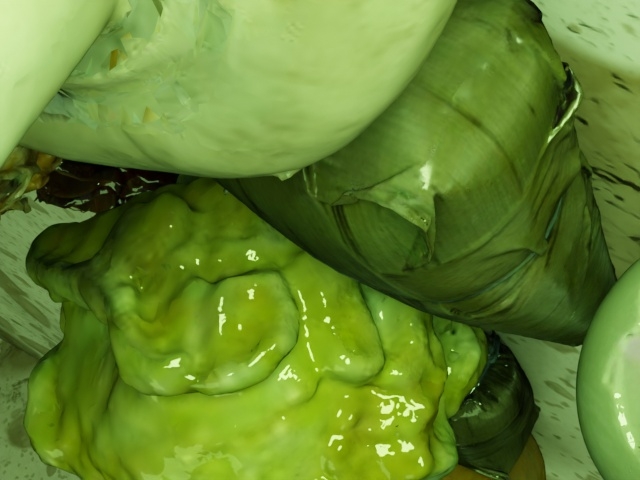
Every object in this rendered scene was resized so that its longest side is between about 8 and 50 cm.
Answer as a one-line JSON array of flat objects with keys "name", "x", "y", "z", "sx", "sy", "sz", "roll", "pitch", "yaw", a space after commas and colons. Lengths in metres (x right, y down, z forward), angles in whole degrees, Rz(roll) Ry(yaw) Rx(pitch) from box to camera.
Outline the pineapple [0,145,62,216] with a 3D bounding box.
[{"name": "pineapple", "x": -0.313, "y": -0.108, "z": 0.707, "sx": 0.352, "sy": 0.352, "sz": 0.300, "roll": 10, "pitch": 129, "yaw": 52}]

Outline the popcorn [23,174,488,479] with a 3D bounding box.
[{"name": "popcorn", "x": -0.055, "y": 0.070, "z": 0.879, "sx": 0.312, "sy": 0.312, "sz": 0.312, "roll": 30, "pitch": 163, "yaw": 11}]

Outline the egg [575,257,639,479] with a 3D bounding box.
[{"name": "egg", "x": 0.235, "y": 0.078, "z": 0.679, "sx": 0.183, "sy": 0.183, "sz": 0.217, "roll": 33, "pitch": 163, "yaw": 2}]

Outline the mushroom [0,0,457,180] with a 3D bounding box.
[{"name": "mushroom", "x": -0.076, "y": -0.131, "z": 0.484, "sx": 0.315, "sy": 0.356, "sz": 0.315, "roll": -5, "pitch": 175, "yaw": -1}]

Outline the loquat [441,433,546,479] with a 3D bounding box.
[{"name": "loquat", "x": 0.134, "y": 0.276, "z": 1.327, "sx": 0.193, "sy": 0.238, "sz": 0.238, "roll": 22, "pitch": 160, "yaw": 14}]

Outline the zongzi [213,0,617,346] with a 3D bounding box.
[{"name": "zongzi", "x": 0.035, "y": -0.059, "z": 0.774, "sx": 0.323, "sy": 0.160, "sz": 0.360, "roll": 36, "pitch": 180, "yaw": 35}]

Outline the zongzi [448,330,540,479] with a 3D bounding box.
[{"name": "zongzi", "x": 0.085, "y": 0.114, "z": 1.172, "sx": 0.242, "sy": 0.112, "sz": 0.221, "roll": 28, "pitch": 164, "yaw": 21}]

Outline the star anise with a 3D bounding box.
[{"name": "star anise", "x": -0.151, "y": -0.080, "z": 1.047, "sx": 0.220, "sy": 0.126, "sz": 0.190, "roll": 15, "pitch": 170, "yaw": -23}]
